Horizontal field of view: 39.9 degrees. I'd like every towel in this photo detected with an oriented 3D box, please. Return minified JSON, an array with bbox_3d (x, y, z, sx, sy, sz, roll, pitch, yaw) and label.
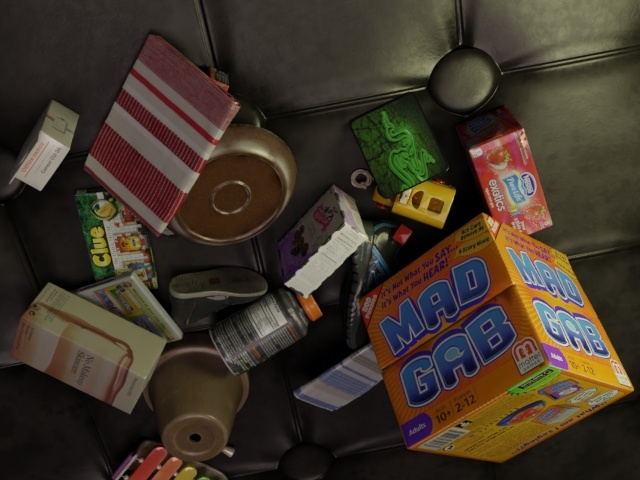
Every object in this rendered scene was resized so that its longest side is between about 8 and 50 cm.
[{"bbox_3d":[-0.318,-0.204,1.737,0.237,0.037,0.329,41,115,15],"label":"towel"},{"bbox_3d":[0.089,0.317,2.137,0.285,0.034,0.209,-36,147,15],"label":"towel"}]

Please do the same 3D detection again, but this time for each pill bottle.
[{"bbox_3d":[-0.119,0.195,2.015,0.245,0.130,0.130,-30,121,-3],"label":"pill bottle"}]

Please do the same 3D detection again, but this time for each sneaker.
[{"bbox_3d":[0.121,0.109,2.009,0.139,0.125,0.341,-1,123,-10],"label":"sneaker"},{"bbox_3d":[-0.235,0.128,2.015,0.222,0.083,0.118,-1,138,-12],"label":"sneaker"}]

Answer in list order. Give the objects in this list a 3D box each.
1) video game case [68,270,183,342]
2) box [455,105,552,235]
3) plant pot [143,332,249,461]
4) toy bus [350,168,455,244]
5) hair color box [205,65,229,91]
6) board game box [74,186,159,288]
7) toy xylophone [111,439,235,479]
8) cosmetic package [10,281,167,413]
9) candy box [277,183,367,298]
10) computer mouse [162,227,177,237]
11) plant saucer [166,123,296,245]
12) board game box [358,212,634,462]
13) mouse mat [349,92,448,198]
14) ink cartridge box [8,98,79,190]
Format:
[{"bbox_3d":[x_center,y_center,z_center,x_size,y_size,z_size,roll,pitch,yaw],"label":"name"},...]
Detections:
[{"bbox_3d":[-0.447,0.171,2.003,0.193,0.023,0.212,-17,126,21],"label":"video game case"},{"bbox_3d":[0.393,-0.139,1.887,0.122,0.128,0.257,-22,121,6],"label":"box"},{"bbox_3d":[-0.291,0.383,2.065,0.263,0.229,0.263,-3,120,-5],"label":"plant pot"},{"bbox_3d":[0.186,-0.097,1.860,0.202,0.104,0.191,-27,94,9],"label":"toy bus"},{"bbox_3d":[-0.231,-0.269,1.764,0.043,0.072,0.141,22,116,-19],"label":"hair color box"},{"bbox_3d":[-0.442,0.001,1.927,0.136,0.030,0.260,-6,122,1],"label":"board game box"},{"bbox_3d":[-0.363,0.597,2.272,0.322,0.081,0.236,23,115,-20],"label":"toy xylophone"},{"bbox_3d":[-0.511,0.239,1.947,0.296,0.129,0.153,25,129,-3],"label":"cosmetic package"},{"bbox_3d":[0.000,0.000,1.902,0.070,0.165,0.196,35,111,-26],"label":"candy box"},{"bbox_3d":[-0.352,-0.111,1.871,0.071,0.041,0.242,-23,115,-5],"label":"computer mouse"},{"bbox_3d":[-0.192,-0.099,1.840,0.310,0.050,0.311,-12,133,-13],"label":"plant saucer"},{"bbox_3d":[0.365,0.222,1.877,0.356,0.356,0.356,-38,142,28],"label":"board game box"},{"bbox_3d":[0.161,-0.196,1.819,0.152,0.007,0.190,-25,77,8],"label":"mouse mat"},{"bbox_3d":[-0.533,-0.177,1.707,0.067,0.198,0.115,31,113,-23],"label":"ink cartridge box"}]
